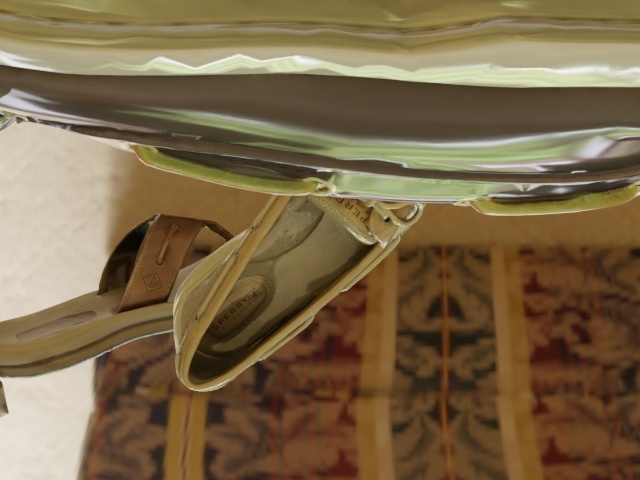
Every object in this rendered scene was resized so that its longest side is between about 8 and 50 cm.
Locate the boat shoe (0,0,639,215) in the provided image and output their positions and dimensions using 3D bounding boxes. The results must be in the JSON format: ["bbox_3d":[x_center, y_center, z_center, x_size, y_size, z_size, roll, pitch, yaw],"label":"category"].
[{"bbox_3d":[-0.021,-0.046,0.391,0.227,0.081,0.069,6,143,-3],"label":"boat shoe"}]

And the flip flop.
[{"bbox_3d":[-0.137,0.026,1.419,0.277,0.112,0.080,-20,103,-16],"label":"flip flop"}]

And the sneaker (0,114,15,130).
[{"bbox_3d":[-0.116,-0.116,0.764,0.085,0.086,0.237,49,127,-4],"label":"sneaker"}]

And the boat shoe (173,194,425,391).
[{"bbox_3d":[-0.002,-0.001,0.722,0.153,0.048,0.056,-41,109,18],"label":"boat shoe"}]

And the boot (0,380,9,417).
[{"bbox_3d":[-0.340,0.142,1.745,0.114,0.037,0.106,47,134,24],"label":"boot"}]
